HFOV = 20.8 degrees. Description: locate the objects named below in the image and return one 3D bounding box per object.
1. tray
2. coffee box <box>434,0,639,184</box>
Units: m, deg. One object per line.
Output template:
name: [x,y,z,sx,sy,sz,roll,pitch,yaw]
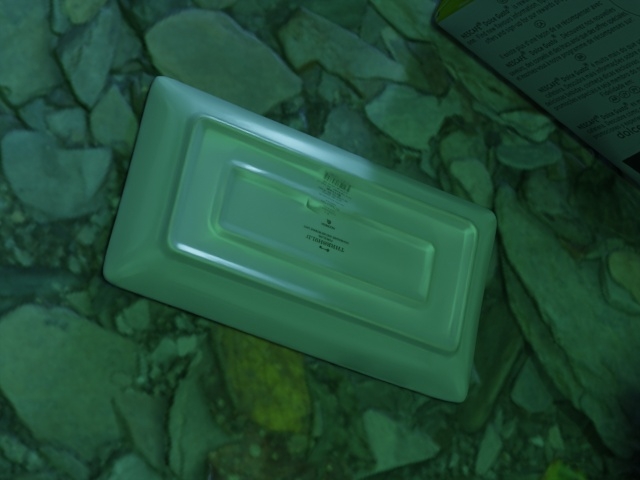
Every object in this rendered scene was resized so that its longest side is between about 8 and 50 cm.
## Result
tray: [0.000,0.000,1.134,0.270,0.030,0.145,21,67,-23]
coffee box: [0.347,-0.235,1.204,0.334,0.338,0.338,35,63,-17]
